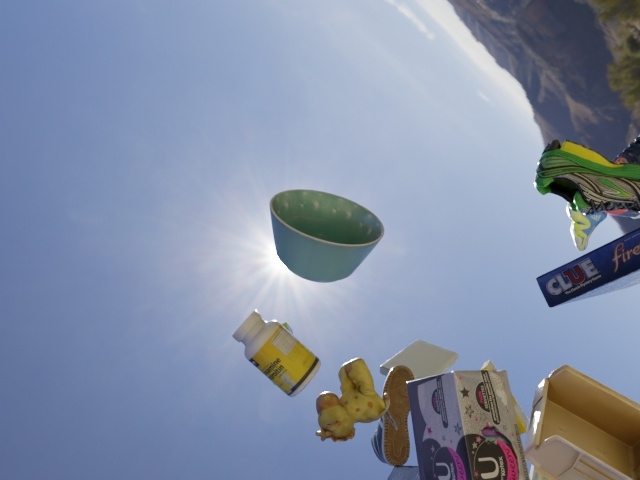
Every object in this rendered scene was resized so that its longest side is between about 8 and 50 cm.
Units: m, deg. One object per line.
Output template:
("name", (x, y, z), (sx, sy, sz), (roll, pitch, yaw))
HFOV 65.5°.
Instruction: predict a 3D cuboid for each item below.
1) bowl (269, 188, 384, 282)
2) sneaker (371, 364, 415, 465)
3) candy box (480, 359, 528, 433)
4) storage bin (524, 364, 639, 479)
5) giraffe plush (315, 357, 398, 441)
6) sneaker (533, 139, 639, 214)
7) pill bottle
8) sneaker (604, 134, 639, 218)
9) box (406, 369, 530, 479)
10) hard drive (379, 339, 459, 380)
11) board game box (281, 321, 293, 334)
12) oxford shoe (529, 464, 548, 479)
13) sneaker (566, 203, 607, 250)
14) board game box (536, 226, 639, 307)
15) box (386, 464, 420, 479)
("bowl", (0.000, 0.000, 1.339), (0.312, 0.163, 0.311), (13, -154, -6))
("sneaker", (0.215, 0.524, 1.488), (0.099, 0.153, 0.282), (10, -117, -1))
("candy box", (0.549, 0.461, 1.480), (0.206, 0.027, 0.105), (60, -156, 13))
("storage bin", (0.619, 0.448, 1.122), (0.260, 0.123, 0.262), (29, -147, 15))
("giraffe plush", (0.062, 0.418, 1.230), (0.170, 0.181, 0.210), (-20, -142, -22))
("sneaker", (0.672, -0.105, 1.171), (0.343, 0.146, 0.134), (25, 164, 23))
("pill bottle", (-0.096, 0.237, 1.061), (0.184, 0.103, 0.103), (41, -149, 1))
("sneaker", (0.819, -0.209, 1.277), (0.148, 0.350, 0.131), (0, -147, -2))
("box", (0.280, 0.385, 0.957), (0.142, 0.163, 0.247), (6, -115, -25))
("hard drive", (0.412, 0.507, 2.054), (0.203, 0.040, 0.307), (14, -160, 36))
("board game box", (-0.122, 0.345, 1.533), (0.043, 0.092, 0.181), (58, -173, -36))
("oxford shoe", (0.568, 0.806, 1.352), (0.169, 0.130, 0.449), (40, -126, -28))
("sneaker", (0.964, -0.055, 1.779), (0.240, 0.126, 0.091), (53, -149, -41))
("board game box", (0.414, 0.023, 0.639), (0.243, 0.165, 0.042), (-3, -116, -39))
("box", (0.315, 0.684, 1.127), (0.343, 0.312, 0.179), (33, -115, 5))
